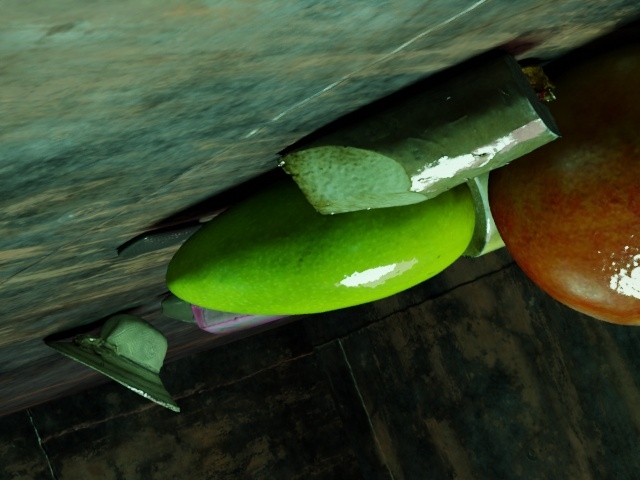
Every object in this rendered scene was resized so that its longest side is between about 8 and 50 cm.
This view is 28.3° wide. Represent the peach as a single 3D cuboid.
[{"bbox_3d":[0.350,-0.061,1.382,0.308,0.307,0.332,-17,-172,-41],"label":"peach"}]

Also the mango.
[{"bbox_3d":[0.000,0.000,1.374,0.343,0.156,0.192,-18,-170,-1],"label":"mango"}]

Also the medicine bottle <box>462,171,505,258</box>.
[{"bbox_3d":[0.304,-0.098,1.630,0.323,0.151,0.151,-19,174,-22],"label":"medicine bottle"}]

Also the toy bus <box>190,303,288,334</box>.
[{"bbox_3d":[-0.051,0.047,1.777,0.274,0.112,0.090,-17,160,20],"label":"toy bus"}]

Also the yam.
[{"bbox_3d":[0.090,-0.089,1.216,0.259,0.106,0.106,-25,174,15],"label":"yam"}]

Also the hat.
[{"bbox_3d":[-0.310,0.176,2.055,0.110,0.252,0.252,-64,180,-8],"label":"hat"}]

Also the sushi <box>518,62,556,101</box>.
[{"bbox_3d":[0.204,-0.152,1.286,0.099,0.047,0.050,-14,173,-44],"label":"sushi"}]

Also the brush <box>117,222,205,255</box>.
[{"bbox_3d":[-0.147,-0.008,1.478,0.193,0.016,0.063,-15,172,-44],"label":"brush"}]

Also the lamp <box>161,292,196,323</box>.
[{"bbox_3d":[-0.133,0.088,2.053,0.250,0.101,0.101,-9,174,-2],"label":"lamp"}]
